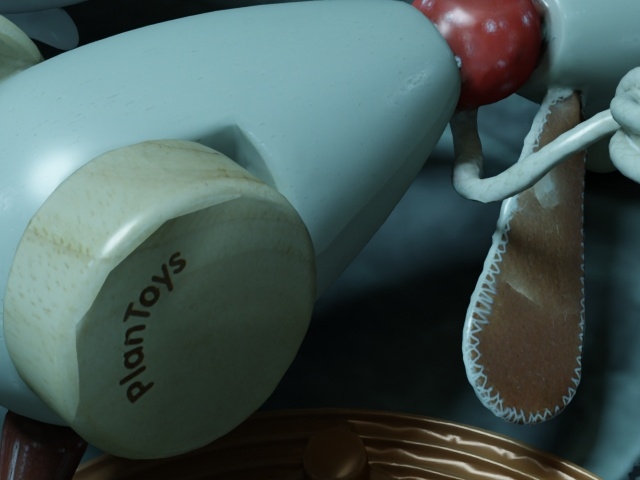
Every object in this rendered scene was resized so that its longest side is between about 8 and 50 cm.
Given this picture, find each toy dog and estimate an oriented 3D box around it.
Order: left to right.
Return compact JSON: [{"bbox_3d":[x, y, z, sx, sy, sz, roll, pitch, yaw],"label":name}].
[{"bbox_3d":[0.000,0.000,0.621,0.334,0.161,0.220,-4,34,-19],"label":"toy dog"}]

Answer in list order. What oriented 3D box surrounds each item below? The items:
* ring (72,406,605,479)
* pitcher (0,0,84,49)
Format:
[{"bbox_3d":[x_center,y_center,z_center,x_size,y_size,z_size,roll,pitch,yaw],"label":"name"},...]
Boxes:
[{"bbox_3d":[-0.005,0.190,0.557,0.336,0.032,0.336,-3,55,4],"label":"ring"},{"bbox_3d":[-0.125,-0.113,0.669,0.207,0.178,0.125,-2,22,37],"label":"pitcher"}]
